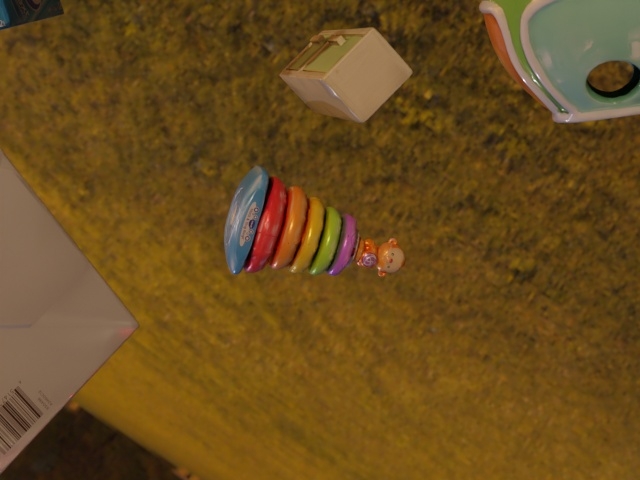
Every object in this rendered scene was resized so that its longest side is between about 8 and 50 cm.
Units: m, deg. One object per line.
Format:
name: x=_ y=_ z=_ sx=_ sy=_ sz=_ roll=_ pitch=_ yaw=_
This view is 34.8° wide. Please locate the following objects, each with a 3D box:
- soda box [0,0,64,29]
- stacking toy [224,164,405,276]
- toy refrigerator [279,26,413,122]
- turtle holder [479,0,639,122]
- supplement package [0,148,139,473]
soda box: x=-0.460 y=-0.353 z=1.524 sx=0.210 sy=0.071 sz=0.067 roll=-69 pitch=-34 yaw=-70
stacking toy: x=0.000 y=0.000 z=1.675 sx=0.302 sy=0.175 sz=0.166 roll=17 pitch=-174 yaw=-12
toy refrigerator: x=0.027 y=-0.247 z=1.490 sx=0.094 sy=0.102 sz=0.269 roll=45 pitch=177 yaw=-17
turtle holder: x=0.329 y=-0.248 z=1.058 sx=0.243 sy=0.321 sz=0.227 roll=-147 pitch=48 yaw=-79
supplement package: x=-0.324 y=0.083 z=0.832 sx=0.145 sy=0.262 sz=0.204 roll=6 pitch=136 yaw=48
